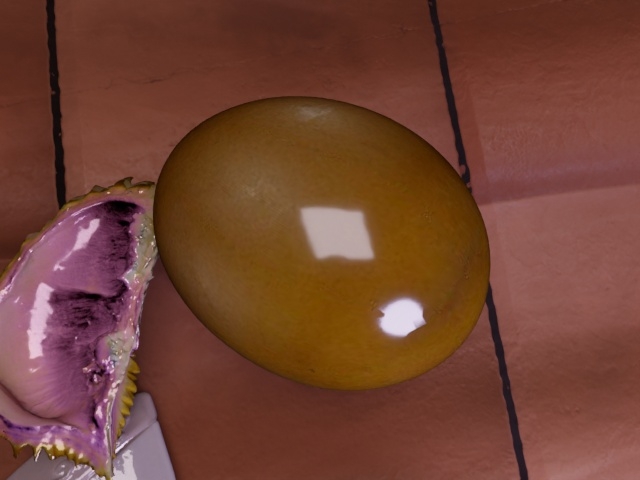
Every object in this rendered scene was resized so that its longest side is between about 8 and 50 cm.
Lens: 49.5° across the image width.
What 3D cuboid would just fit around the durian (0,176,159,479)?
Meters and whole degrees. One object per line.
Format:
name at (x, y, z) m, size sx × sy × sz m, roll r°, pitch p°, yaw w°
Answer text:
durian at (-0.261, 0.082, 0.758) m, size 0.191 × 0.112 × 0.341 m, roll 0°, pitch 63°, yaw 12°

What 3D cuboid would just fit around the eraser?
eraser at (-0.265, 0.297, 0.725) m, size 0.244 × 0.059 × 0.204 m, roll -19°, pitch 79°, yaw -14°

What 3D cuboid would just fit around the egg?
egg at (0.000, 0.000, 0.709) m, size 0.351 × 0.282 × 0.282 m, roll 26°, pitch 76°, yaw 9°
